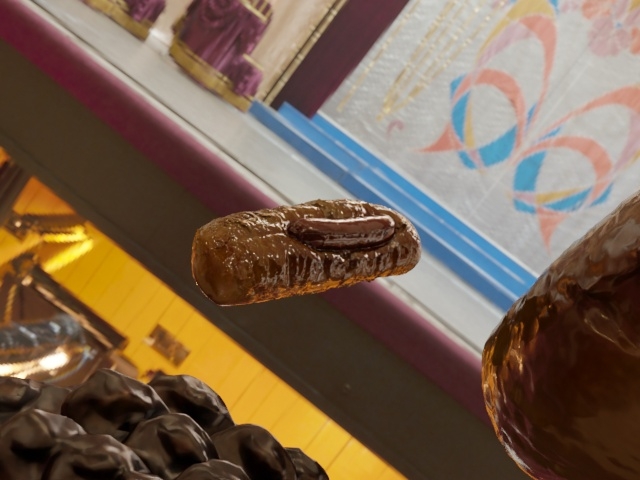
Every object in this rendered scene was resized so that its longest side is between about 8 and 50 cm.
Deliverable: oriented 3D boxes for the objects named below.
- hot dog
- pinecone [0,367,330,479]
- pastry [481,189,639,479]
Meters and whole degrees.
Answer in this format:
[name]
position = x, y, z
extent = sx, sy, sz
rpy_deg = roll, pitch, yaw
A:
[hot dog]
position = 0.000, 0.000, 0.586
extent = 0.216, 0.047, 0.066
rpy_deg = -4, 59, -50
[pinecone]
position = -0.116, 0.177, 0.360
extent = 0.246, 0.246, 0.292
rpy_deg = 35, -29, -21
[pastry]
position = 0.247, 0.038, 0.440
extent = 0.163, 0.356, 0.356
rpy_deg = 62, 16, 23
